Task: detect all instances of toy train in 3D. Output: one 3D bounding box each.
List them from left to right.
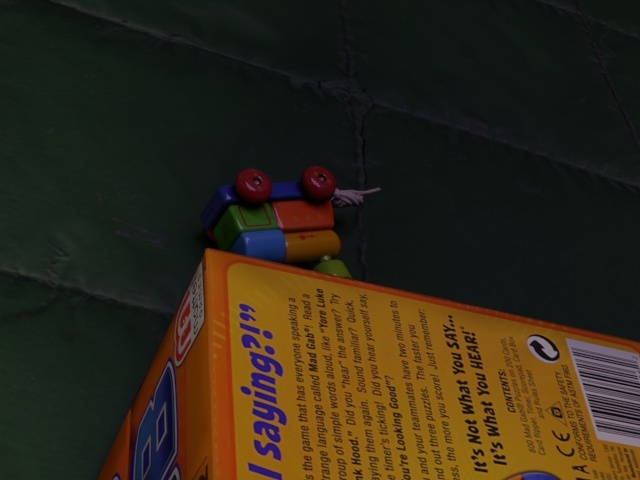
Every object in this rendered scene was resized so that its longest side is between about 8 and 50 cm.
[{"bbox_3d":[0.000,0.000,1.284,0.248,0.105,0.143,-5,60,-35],"label":"toy train"}]

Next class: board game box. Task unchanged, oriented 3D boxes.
[{"bbox_3d":[0.035,0.281,0.783,0.356,0.356,0.357,13,41,-19],"label":"board game box"}]
